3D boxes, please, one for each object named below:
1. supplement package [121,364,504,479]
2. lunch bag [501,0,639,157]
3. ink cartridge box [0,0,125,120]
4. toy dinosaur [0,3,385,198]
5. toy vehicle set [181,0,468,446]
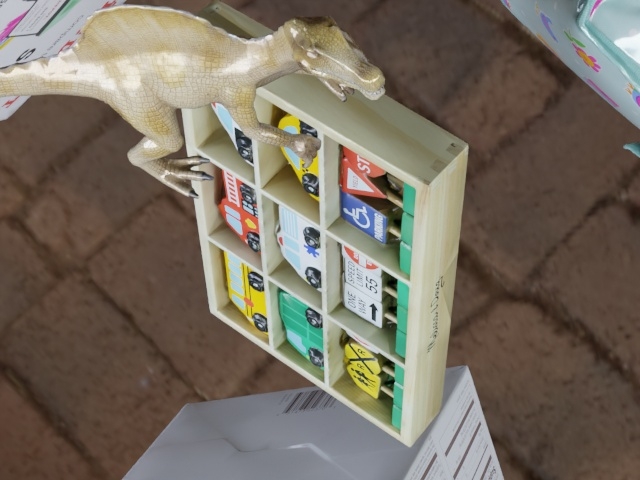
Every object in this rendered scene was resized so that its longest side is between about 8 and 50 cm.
[{"bbox_3d":[-0.012,0.219,1.155,0.262,0.145,0.204,-10,19,26],"label":"supplement package"},{"bbox_3d":[0.259,-0.112,0.959,0.160,0.262,0.223,-47,17,7],"label":"lunch bag"},{"bbox_3d":[-0.233,-0.156,0.896,0.201,0.278,0.117,-40,86,24],"label":"ink cartridge box"},{"bbox_3d":[-0.056,-0.056,0.520,0.183,0.092,0.053,-3,68,21],"label":"toy dinosaur"},{"bbox_3d":[0.000,0.000,0.870,0.166,0.267,0.035,32,60,22],"label":"toy vehicle set"}]
